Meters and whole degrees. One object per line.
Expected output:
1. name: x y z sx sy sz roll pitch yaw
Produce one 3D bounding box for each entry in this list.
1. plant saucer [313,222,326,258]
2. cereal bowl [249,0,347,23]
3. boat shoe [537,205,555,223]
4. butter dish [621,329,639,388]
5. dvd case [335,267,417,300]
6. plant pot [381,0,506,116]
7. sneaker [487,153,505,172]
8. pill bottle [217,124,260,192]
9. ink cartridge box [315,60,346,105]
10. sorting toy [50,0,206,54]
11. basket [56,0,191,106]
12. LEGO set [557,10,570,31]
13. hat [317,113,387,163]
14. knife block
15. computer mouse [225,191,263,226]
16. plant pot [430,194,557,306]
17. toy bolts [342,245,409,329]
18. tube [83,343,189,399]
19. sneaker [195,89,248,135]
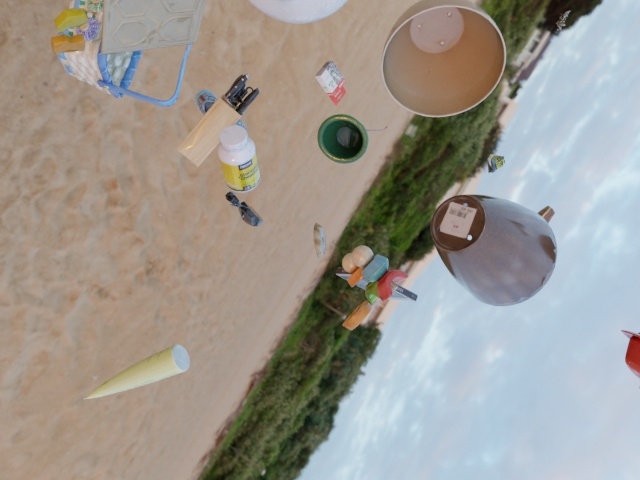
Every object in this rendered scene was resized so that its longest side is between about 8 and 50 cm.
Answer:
1. plant saucer: 0.000 0.000 1.417 0.083 0.015 0.083 -4 90 -79
2. cereal bowl: -0.066 -0.646 1.379 0.141 0.339 0.339 -72 -171 -45
3. boat shoe: 0.552 -0.007 1.586 0.178 0.060 0.064 -57 176 14
4. butter dish: 0.748 0.288 1.358 0.160 0.160 0.118 22 -98 57
5. dvd case: 0.194 0.153 2.125 0.179 0.239 0.029 -3 -117 57
6. plant pot: 0.287 -0.471 1.475 0.191 0.284 0.284 -86 -161 -44
7. sneaker: 0.389 -0.173 1.354 0.083 0.035 0.031 -56 141 -56
8. pill bottle: -0.224 -0.223 1.671 0.103 0.103 0.184 -58 161 -28
9. ink cartridge box: 0.038 -0.442 1.730 0.029 0.115 0.063 13 -118 48
10. sorting toy: -0.380 -0.454 1.225 0.307 0.041 0.229 -17 166 -28
11. basket: -0.447 -0.452 1.423 0.201 0.289 0.255 120 -18 -72
12. LEGO set: 0.623 -0.569 1.584 0.054 0.023 0.083 -65 175 19
13. hat: 0.103 -0.380 2.213 0.173 0.208 0.183 -55 -175 26
14. knife block: -0.298 -0.380 1.866 0.242 0.088 0.275 -31 -158 55
15. computer mouse: -0.211 -0.079 1.640 0.041 0.071 0.242 -41 163 2
16. plant pot: 0.310 -0.002 1.175 0.230 0.215 0.215 25 98 -49
17. toy bolts: 0.112 0.115 1.724 0.218 0.158 0.228 -45 179 -29
18. tube: -0.400 0.293 1.338 0.240 0.070 0.062 -24 -130 18
19. sneaker: -0.380 -0.460 2.365 0.104 0.262 0.125 -45 -149 7
